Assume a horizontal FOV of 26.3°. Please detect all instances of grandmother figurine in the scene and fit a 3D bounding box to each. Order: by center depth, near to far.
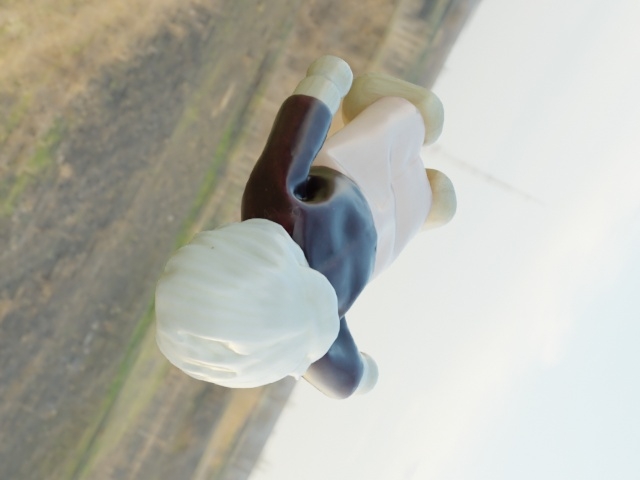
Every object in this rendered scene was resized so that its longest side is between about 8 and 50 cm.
[{"bbox_3d":[0.000,0.000,0.819,0.342,0.104,0.207,-38,113,-65],"label":"grandmother figurine"}]
